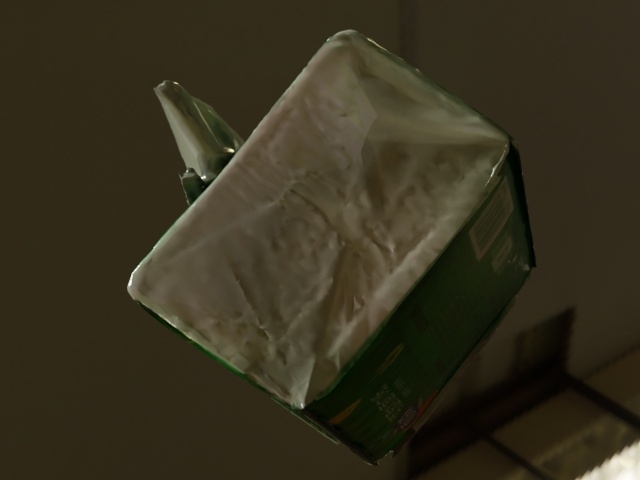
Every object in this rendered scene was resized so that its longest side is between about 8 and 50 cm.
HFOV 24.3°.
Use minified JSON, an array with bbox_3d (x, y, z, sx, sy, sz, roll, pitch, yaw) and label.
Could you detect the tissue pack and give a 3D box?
[{"bbox_3d":[-0.001,0.001,0.707,0.148,0.156,0.209,-54,-16,-5],"label":"tissue pack"}]
